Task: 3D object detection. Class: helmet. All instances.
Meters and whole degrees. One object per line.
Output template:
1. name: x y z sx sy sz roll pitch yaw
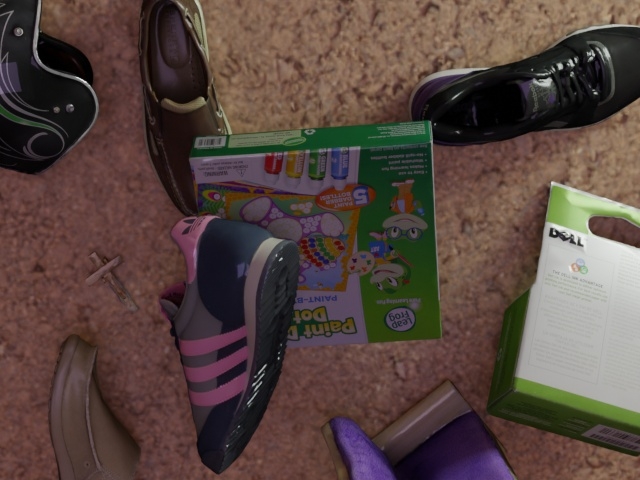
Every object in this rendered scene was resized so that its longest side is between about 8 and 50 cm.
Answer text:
1. helmet: -0.315 -0.164 1.304 0.169 0.169 0.161 -46 116 6

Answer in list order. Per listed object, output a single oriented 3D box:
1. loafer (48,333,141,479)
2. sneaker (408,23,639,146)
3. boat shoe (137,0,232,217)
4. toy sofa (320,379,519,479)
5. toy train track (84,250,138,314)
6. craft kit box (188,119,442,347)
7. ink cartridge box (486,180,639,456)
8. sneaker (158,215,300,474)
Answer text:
1. loafer: -0.247 0.229 1.417 0.092 0.102 0.268 -2 110 -4
2. sneaker: 0.239 -0.152 1.349 0.283 0.124 0.107 -17 101 1
3. boat shoe: -0.150 -0.139 1.348 0.095 0.095 0.257 -13 101 0
4. toy sofa: 0.126 0.269 1.304 0.150 0.362 0.177 -39 105 5
5. toy train track: -0.231 0.047 1.422 0.048 0.014 0.083 -35 106 -3
6. craft kit box: 0.000 0.000 1.353 0.250 0.061 0.246 -4 124 4
7. ink cartridge box: 0.307 0.088 1.422 0.189 0.097 0.255 17 65 -5
8. sneaker: -0.110 0.106 1.347 0.131 0.112 0.319 23 125 15
